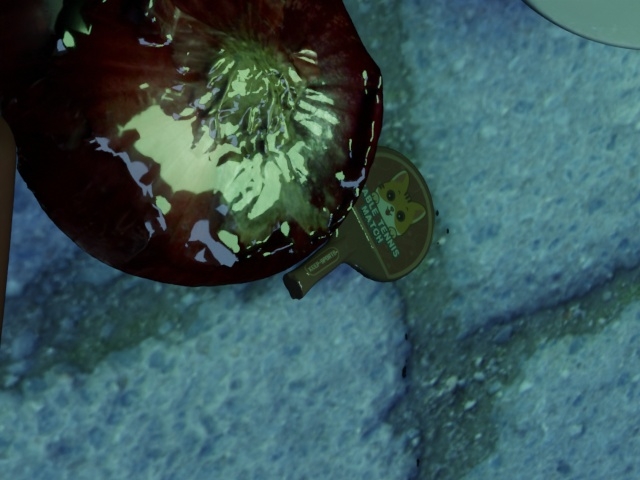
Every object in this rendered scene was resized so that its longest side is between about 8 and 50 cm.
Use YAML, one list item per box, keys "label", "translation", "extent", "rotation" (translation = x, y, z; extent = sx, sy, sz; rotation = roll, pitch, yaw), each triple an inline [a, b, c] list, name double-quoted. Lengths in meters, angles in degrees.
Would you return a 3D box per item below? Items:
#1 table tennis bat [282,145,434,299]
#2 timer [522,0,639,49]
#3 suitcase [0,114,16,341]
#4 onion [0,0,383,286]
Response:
- label: "table tennis bat"
  translation: [0.000, 0.000, 1.169]
  extent: [0.170, 0.119, 0.108]
  rotation: [-38, 106, -37]
- label: "timer"
  translation: [0.247, -0.302, 1.031]
  extent: [0.285, 0.285, 0.285]
  rotation: [-15, 122, -25]
- label: "suitcase"
  translation: [-0.301, 0.028, 0.854]
  extent: [0.161, 0.236, 0.297]
  rotation: [-10, 120, -40]
- label: "onion"
  translation: [-0.101, -0.099, 0.952]
  extent: [0.272, 0.195, 0.272]
  rotation: [9, 73, -31]
